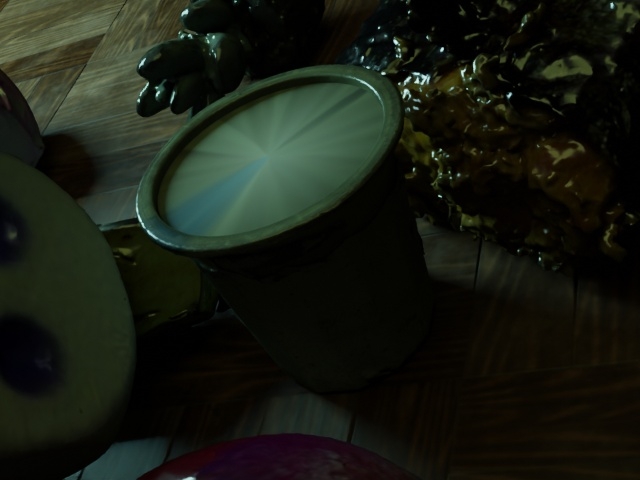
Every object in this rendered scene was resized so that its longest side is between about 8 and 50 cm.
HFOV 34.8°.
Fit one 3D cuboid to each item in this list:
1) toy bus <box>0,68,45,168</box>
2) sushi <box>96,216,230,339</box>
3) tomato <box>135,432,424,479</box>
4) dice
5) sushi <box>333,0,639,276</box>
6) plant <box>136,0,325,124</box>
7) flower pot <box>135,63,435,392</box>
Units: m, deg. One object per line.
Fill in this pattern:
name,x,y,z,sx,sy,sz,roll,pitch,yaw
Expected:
toy bus,-0.518,-0.067,1.271,0.386,0.171,0.162,-40,48,-14
sushi,-0.213,0.055,0.950,0.290,0.139,0.131,-9,-3,18
tomato,-0.047,0.241,0.568,0.334,0.176,0.289,-34,39,-8
dice,-0.323,0.088,0.802,0.259,0.243,0.251,-30,72,32
sushi,0.134,-0.123,0.834,0.207,0.234,0.348,-45,34,-20
plant,-0.115,-0.237,1.199,0.149,0.146,0.274,-5,40,48
flower pot,0.000,0.000,0.794,0.212,0.203,0.212,-20,37,16
